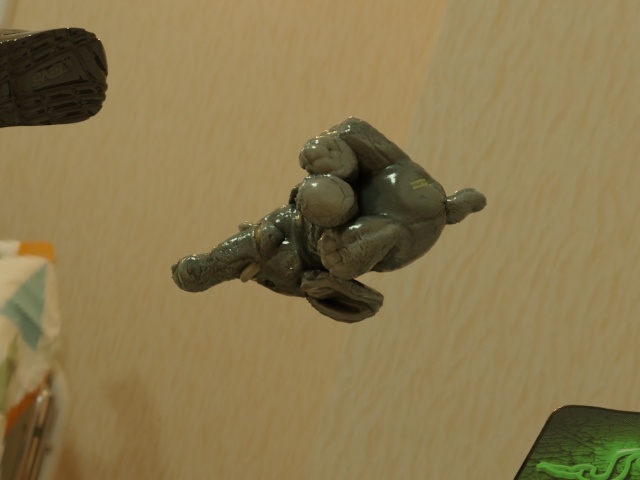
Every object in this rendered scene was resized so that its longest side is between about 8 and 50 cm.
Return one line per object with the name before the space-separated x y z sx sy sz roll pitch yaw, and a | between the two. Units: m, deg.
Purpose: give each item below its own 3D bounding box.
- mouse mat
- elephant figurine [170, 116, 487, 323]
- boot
mouse mat | 0.238 0.178 0.839 0.190 0.007 0.152 1 32 35
elephant figurine | 0.000 0.000 1.095 0.186 0.239 0.169 43 50 0
boot | -0.374 -0.135 0.967 0.223 0.118 0.338 9 9 37
